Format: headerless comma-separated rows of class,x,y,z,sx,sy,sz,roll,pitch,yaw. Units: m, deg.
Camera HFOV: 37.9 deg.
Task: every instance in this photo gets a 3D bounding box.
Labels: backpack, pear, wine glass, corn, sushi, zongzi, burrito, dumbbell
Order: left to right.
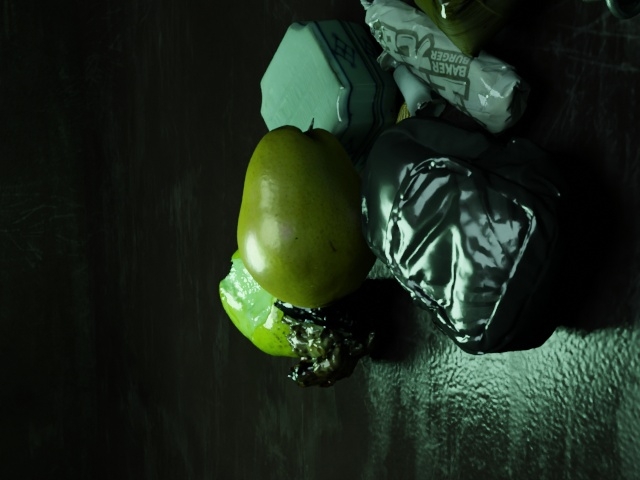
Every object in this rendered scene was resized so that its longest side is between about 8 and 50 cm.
pear,-0.102,0.164,2.163,0.282,0.176,0.286,58,140,31
pear,-0.025,-0.042,1.747,0.285,0.284,0.336,45,153,44
sushi,0.025,0.194,1.932,0.225,0.238,0.219,-12,80,45
corn,0.164,-0.229,1.805,0.037,0.037,0.092,48,135,42
wine glass,0.170,-0.295,1.752,0.155,0.072,0.072,62,141,29
burrito,0.207,-0.324,1.638,0.101,0.139,0.445,-42,49,-2
backpack,0.235,-0.031,1.545,0.445,0.254,0.364,41,125,37
zongzi,0.285,-0.474,1.523,0.300,0.145,0.274,-41,36,13
dumbbell,0.464,-0.349,1.281,0.254,0.081,0.082,10,104,55

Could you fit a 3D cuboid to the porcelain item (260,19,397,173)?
porcelain item,0.016,-0.287,1.912,0.281,0.157,0.286,62,140,26
